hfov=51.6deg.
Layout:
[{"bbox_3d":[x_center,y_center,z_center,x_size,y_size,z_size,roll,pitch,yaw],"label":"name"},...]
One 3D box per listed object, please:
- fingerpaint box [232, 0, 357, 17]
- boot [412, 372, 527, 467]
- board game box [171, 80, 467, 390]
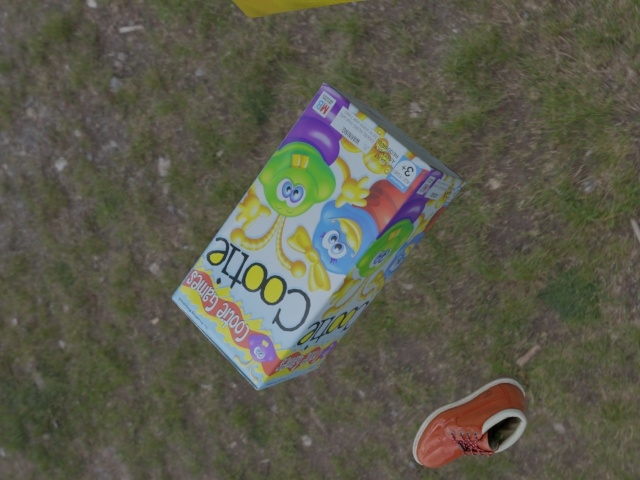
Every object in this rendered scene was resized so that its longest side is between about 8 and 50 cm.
[{"bbox_3d":[0.016,-0.290,0.252,0.445,0.371,0.163,14,71,48],"label":"fingerpaint box"},{"bbox_3d":[0.170,0.223,0.764,0.059,0.084,0.158,44,108,-10],"label":"boot"},{"bbox_3d":[0.000,0.000,0.696,0.142,0.144,0.275,43,107,20],"label":"board game box"}]
